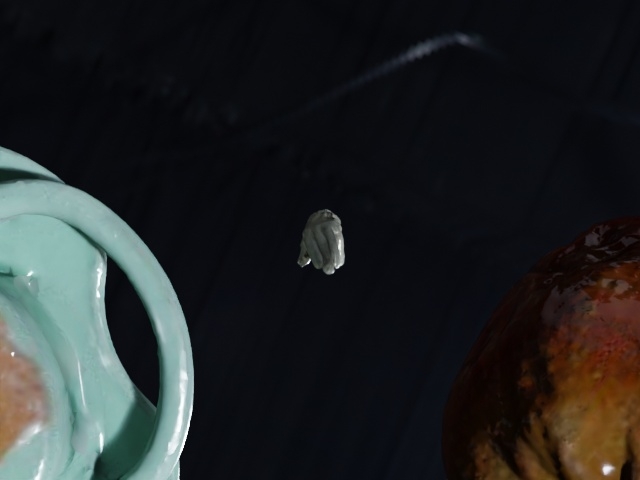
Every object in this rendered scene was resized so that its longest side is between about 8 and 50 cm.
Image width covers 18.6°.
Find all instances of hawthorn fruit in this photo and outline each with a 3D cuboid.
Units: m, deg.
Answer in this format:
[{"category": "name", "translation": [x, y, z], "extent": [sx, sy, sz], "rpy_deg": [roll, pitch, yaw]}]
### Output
[{"category": "hawthorn fruit", "translation": [0.206, 0.107, 1.239], "extent": [0.258, 0.262, 0.258], "rpy_deg": [16, 156, 7]}]

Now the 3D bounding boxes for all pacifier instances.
[{"category": "pacifier", "translation": [-0.209, 0.090, 1.354], "extent": [0.288, 0.343, 0.269], "rpy_deg": [-16, -175, 13]}]

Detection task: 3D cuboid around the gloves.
[{"category": "gloves", "translation": [-0.001, -0.001, 1.660], "extent": [0.037, 0.044, 0.081], "rpy_deg": [48, -163, -41]}]
